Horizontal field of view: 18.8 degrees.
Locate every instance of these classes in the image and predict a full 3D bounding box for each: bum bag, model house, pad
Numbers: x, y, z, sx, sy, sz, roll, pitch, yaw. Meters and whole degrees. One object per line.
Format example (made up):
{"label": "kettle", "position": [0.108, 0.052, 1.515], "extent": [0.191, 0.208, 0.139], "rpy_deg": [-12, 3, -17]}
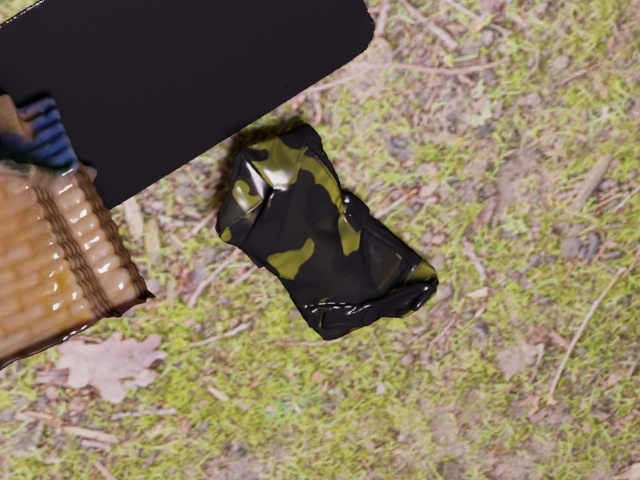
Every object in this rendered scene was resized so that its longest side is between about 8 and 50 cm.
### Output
{"label": "bum bag", "position": [0.000, 0.000, 1.449], "extent": [0.107, 0.060, 0.232], "rpy_deg": [-44, 132, 1]}
{"label": "model house", "position": [-0.222, -0.004, 1.287], "extent": [0.166, 0.183, 0.172], "rpy_deg": [-21, 93, 0]}
{"label": "pad", "position": [-0.102, -0.132, 1.346], "extent": [0.267, 0.004, 0.181], "rpy_deg": [-31, 130, 1]}
